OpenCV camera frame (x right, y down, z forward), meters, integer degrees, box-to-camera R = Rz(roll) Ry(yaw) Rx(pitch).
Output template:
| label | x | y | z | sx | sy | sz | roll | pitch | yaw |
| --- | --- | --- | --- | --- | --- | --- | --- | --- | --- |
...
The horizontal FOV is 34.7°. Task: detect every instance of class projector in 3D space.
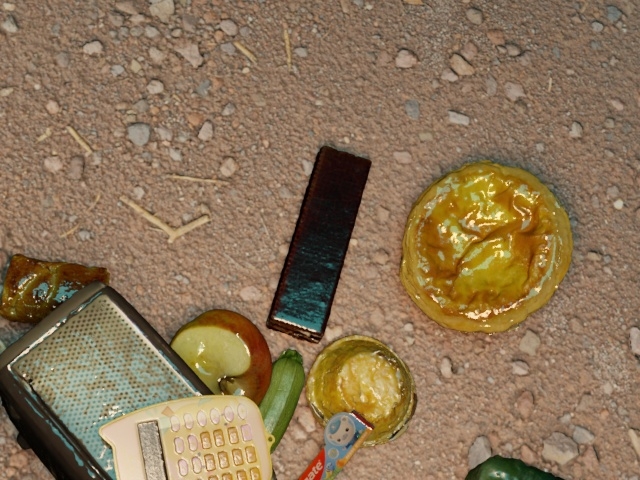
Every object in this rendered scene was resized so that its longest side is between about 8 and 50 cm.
| label | x | y | z | sx | sy | sz | roll | pitch | yaw |
| --- | --- | --- | --- | --- | --- | --- | --- | --- | --- |
| projector | -0.301 | 0.313 | 1.590 | 0.242 | 0.395 | 0.405 | -41 | 82 | -21 |

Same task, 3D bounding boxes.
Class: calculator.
| label | x | y | z | sx | sy | sz | roll | pitch | yaw |
| --- | --- | --- | --- | --- | --- | --- | --- | --- | --- |
| calculator | -0.176 | 0.293 | 1.394 | 0.236 | 0.033 | 0.157 | -7 | 71 | -18 |

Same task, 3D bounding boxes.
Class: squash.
| label | x | y | z | sx | sy | sz | roll | pitch | yaw |
| --- | --- | --- | --- | --- | --- | --- | --- | --- | --- |
| squash | -0.082 | 0.294 | 1.812 | 0.068 | 0.077 | 0.219 | 43 | 59 | -38 |

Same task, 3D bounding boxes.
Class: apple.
| label | x | y | z | sx | sy | sz | roll | pitch | yaw |
| --- | --- | --- | --- | --- | --- | --- | --- | --- | --- |
| apple | -0.170 | 0.219 | 1.772 | 0.173 | 0.160 | 0.195 | 27 | 101 | 28 |

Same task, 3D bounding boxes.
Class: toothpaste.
| label | x | y | z | sx | sy | sz | roll | pitch | yaw |
| --- | --- | --- | --- | --- | --- | --- | --- | --- | --- |
| toothpaste | 0.007 | 0.377 | 1.769 | 0.070 | 0.044 | 0.193 | 39 | 94 | 6 |

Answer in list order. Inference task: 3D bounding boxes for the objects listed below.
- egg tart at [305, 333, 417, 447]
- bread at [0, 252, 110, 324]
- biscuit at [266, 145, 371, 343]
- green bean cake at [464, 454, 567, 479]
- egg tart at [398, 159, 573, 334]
| label | x | y | z | sx | sy | sz | roll | pitch | yaw |
| --- | --- | --- | --- | --- | --- | --- | --- | --- | --- |
| egg tart | 0.078 | 0.268 | 1.845 | 0.212 | 0.090 | 0.212 | 3 | 73 | -10 |
| bread | -0.466 | 0.092 | 1.802 | 0.172 | 0.103 | 0.132 | 12 | 68 | -6 |
| biscuit | 0.000 | 0.000 | 1.938 | 0.107 | 0.073 | 0.388 | 18 | 67 | -4 |
| green bean cake | 0.361 | 0.555 | 1.742 | 0.308 | 0.169 | 0.300 | 24 | 66 | 0 |
| egg tart | 0.309 | 0.020 | 1.927 | 0.341 | 0.132 | 0.341 | -3 | 72 | 11 |
